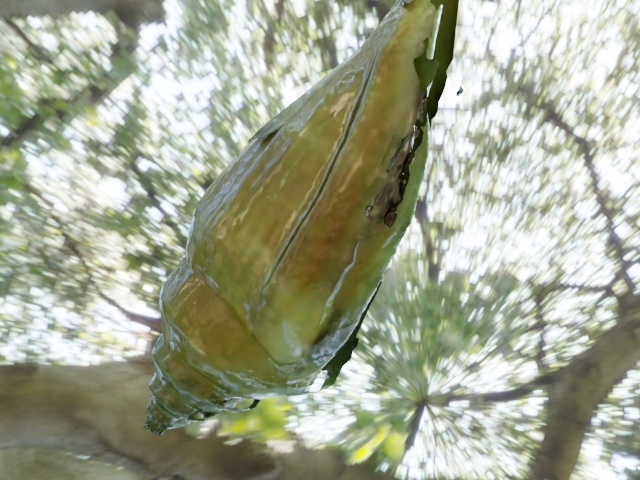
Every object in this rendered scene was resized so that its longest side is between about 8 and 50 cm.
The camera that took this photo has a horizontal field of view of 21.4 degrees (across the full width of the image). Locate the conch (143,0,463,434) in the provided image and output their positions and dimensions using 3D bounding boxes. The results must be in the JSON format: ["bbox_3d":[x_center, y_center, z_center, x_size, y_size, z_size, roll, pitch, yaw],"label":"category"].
[{"bbox_3d":[-0.004,-0.001,0.606,0.079,0.095,0.201,18,-54,-18],"label":"conch"}]
